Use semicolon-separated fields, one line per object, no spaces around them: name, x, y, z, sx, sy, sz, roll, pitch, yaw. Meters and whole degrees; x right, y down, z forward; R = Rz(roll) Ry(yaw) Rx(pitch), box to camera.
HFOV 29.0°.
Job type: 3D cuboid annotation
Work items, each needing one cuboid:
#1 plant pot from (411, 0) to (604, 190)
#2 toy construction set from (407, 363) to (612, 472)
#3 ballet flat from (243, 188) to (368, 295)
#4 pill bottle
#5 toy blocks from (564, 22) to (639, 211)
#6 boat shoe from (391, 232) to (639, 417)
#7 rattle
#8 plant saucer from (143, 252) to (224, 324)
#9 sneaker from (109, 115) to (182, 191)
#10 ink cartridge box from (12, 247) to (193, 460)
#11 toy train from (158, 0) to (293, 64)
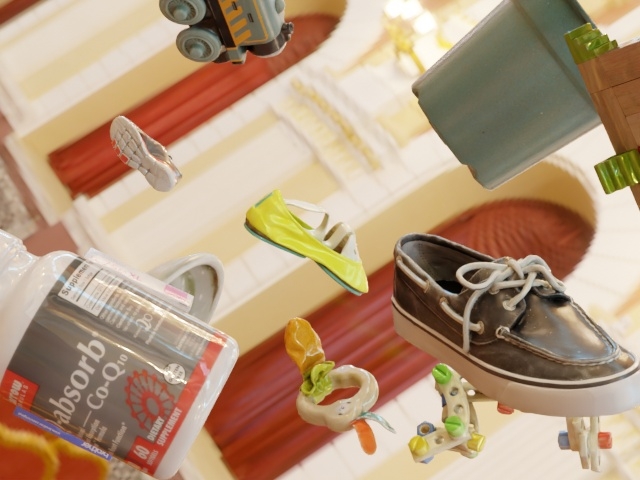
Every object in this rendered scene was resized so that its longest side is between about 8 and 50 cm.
plant pot;0.371;-0.285;2.276;0.341;0.334;0.341;48;14;-16
toy construction set;0.314;0.276;2.031;0.151;0.328;0.215;78;19;-55
ballet flat;0.000;0.000;1.661;0.231;0.077;0.077;31;10;-35
pill bottle;-0.307;0.141;1.610;0.363;0.210;0.210;28;-6;-2
toy blocks;0.528;-0.162;1.722;0.261;0.191;0.381;-16;-80;61
boat shoe;0.164;0.061;1.087;0.306;0.113;0.104;31;-47;59
rattle;0.029;0.206;1.799;0.199;0.130;0.142;-129;-144;-68
plant saucer;-0.335;0.170;2.249;0.101;0.400;0.400;35;-13;16
sneaker;-0.299;-0.150;2.137;0.158;0.061;0.065;51;28;2
ink cartridge box;-0.350;0.185;1.978;0.186;0.311;0.065;26;17;-5
toy train;-0.161;-0.416;2.001;0.334;0.190;0.142;70;24;-50
